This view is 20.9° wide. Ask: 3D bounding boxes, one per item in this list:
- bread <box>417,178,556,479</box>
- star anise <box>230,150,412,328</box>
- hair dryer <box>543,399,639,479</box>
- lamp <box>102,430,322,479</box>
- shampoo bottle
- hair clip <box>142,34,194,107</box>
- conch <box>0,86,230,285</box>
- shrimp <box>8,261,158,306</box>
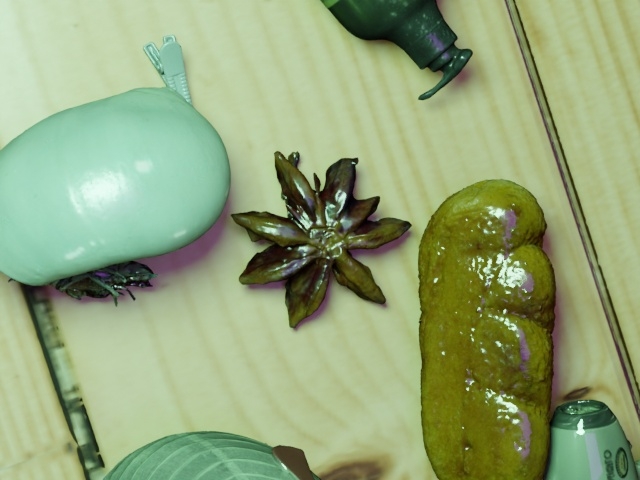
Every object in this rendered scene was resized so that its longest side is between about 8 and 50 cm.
[{"bbox_3d":[0.154,0.118,1.546,0.124,0.084,0.344,-2,89,31],"label":"bread"},{"bbox_3d":[0.000,-0.001,1.530,0.168,0.057,0.168,0,88,-12],"label":"star anise"},{"bbox_3d":[0.316,0.266,1.597,0.267,0.092,0.229,7,95,-22],"label":"hair dryer"},{"bbox_3d":[-0.073,0.278,1.417,0.233,0.233,0.265,-26,77,-12],"label":"lamp"},{"bbox_3d":[0.030,-0.252,1.518,0.101,0.101,0.284,-43,98,-10],"label":"shampoo bottle"},{"bbox_3d":[-0.119,-0.123,1.516,0.030,0.039,0.115,-23,97,-6],"label":"hair clip"},{"bbox_3d":[-0.184,-0.053,1.440,0.221,0.185,0.121,-23,124,-25],"label":"conch"},{"bbox_3d":[-0.224,0.018,1.469,0.174,0.082,0.076,2,93,-6],"label":"shrimp"}]
